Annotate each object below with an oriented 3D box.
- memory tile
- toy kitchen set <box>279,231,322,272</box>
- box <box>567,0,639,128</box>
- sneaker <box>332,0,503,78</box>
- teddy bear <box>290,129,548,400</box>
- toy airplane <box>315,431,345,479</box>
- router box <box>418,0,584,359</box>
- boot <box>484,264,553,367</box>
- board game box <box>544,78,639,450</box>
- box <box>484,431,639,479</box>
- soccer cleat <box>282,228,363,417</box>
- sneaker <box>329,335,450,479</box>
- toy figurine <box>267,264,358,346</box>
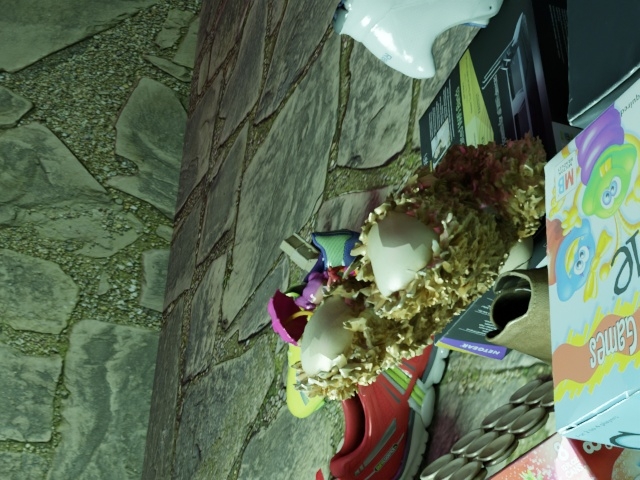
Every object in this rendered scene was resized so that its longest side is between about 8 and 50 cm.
[{"bbox_3d":[0.157,0.171,0.993,0.148,0.012,0.113,-37,2,-14],"label":"memory tile"},{"bbox_3d":[0.000,0.000,1.706,0.068,0.083,0.075,-33,-23,-48],"label":"toy kitchen set"},{"bbox_3d":[0.267,-0.128,0.603,0.103,0.261,0.184,136,143,-61],"label":"box"},{"bbox_3d":[0.146,-0.290,1.131,0.297,0.129,0.111,-48,9,3],"label":"sneaker"},{"bbox_3d":[0.093,0.018,0.868,0.245,0.113,0.338,-56,-8,10],"label":"teddy bear"},{"bbox_3d":[0.024,0.311,1.458,0.151,0.028,0.151,-168,90,-72],"label":"toy airplane"},{"bbox_3d":[0.190,-0.075,1.117,0.243,0.081,0.309,124,153,-48],"label":"router box"},{"bbox_3d":[0.183,0.053,0.885,0.305,0.115,0.112,67,-156,-80],"label":"boot"},{"bbox_3d":[0.257,0.023,0.501,0.144,0.275,0.142,131,148,-56],"label":"board game box"},{"bbox_3d":[0.178,0.208,0.803,0.128,0.122,0.257,58,145,15],"label":"box"},{"bbox_3d":[-0.009,0.111,1.550,0.093,0.121,0.289,-112,38,-61],"label":"soccer cleat"},{"bbox_3d":[0.071,0.144,1.273,0.107,0.118,0.279,162,120,-70],"label":"sneaker"},{"bbox_3d":[0.009,0.078,1.422,0.159,0.130,0.173,6,59,42],"label":"toy figurine"}]
